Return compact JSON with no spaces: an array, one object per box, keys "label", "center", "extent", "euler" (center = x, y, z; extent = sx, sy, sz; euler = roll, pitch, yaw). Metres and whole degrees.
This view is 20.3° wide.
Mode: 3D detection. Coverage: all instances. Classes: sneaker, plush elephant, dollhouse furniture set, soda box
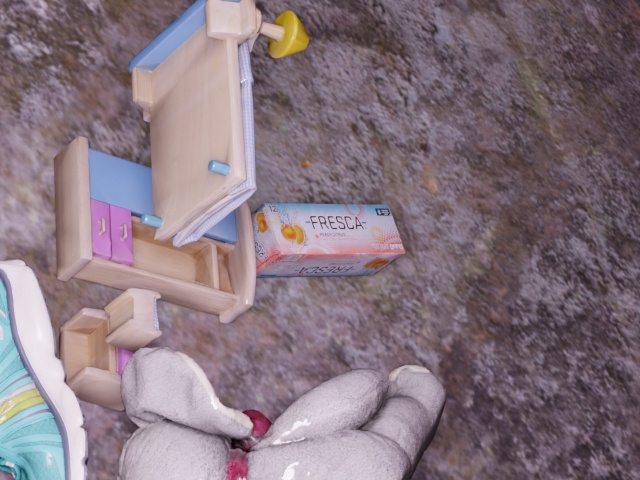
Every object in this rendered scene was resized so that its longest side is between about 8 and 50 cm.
[{"label":"sneaker","center":[-0.269,0.148,1.523],"extent":[0.110,0.107,0.275],"euler":[-12,66,-26]},{"label":"plush elephant","center":[-0.062,0.222,1.559],"extent":[0.255,0.271,0.330],"euler":[17,4,11]},{"label":"dollhouse furniture set","center":[-0.081,-0.025,1.637],"extent":[0.198,0.303,0.286],"euler":[16,53,-34]},{"label":"soda box","center":[0.000,0.000,1.881],"extent":[0.183,0.058,0.063],"euler":[1,63,-43]}]
